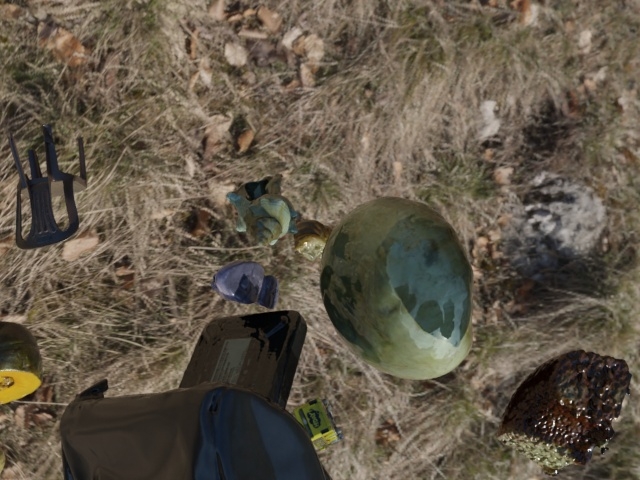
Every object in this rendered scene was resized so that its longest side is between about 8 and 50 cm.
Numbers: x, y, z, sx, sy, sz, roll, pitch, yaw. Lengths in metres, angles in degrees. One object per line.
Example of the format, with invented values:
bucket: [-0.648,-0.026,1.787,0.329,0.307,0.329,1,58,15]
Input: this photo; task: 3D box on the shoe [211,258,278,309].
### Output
shoe: [-0.190,0.095,1.385,0.245,0.137,0.095,39,58,-67]

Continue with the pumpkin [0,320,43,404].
pumpkin: [-0.756,0.278,1.308,0.316,0.222,0.139,-8,61,-34]

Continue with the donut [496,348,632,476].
donut: [0.346,0.248,0.916,0.126,0.187,0.144,23,59,-8]

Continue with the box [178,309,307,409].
box: [-0.178,0.289,1.366,0.073,0.288,0.290,51,43,-38]

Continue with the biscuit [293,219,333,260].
biscuit: [0.000,0.000,1.526,0.183,0.061,0.118,24,47,-50]

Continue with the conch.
conch: [-0.120,-0.052,1.232,0.137,0.234,0.115,5,113,-24]

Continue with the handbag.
handbag: [-0.107,0.254,0.574,0.177,0.301,0.275,9,69,-42]

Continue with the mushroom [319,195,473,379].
mushroom: [0.153,0.087,1.176,0.260,0.352,0.353,-21,94,-28]

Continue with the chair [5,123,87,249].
chair: [-0.728,-0.131,1.698,0.175,0.183,0.327,-11,82,2]

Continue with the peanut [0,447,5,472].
peanut: [-0.812,0.475,1.459,0.229,0.103,0.098,40,78,21]

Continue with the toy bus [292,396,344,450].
toy bus: [-0.001,0.373,1.264,0.074,0.226,0.081,-25,70,-6]
